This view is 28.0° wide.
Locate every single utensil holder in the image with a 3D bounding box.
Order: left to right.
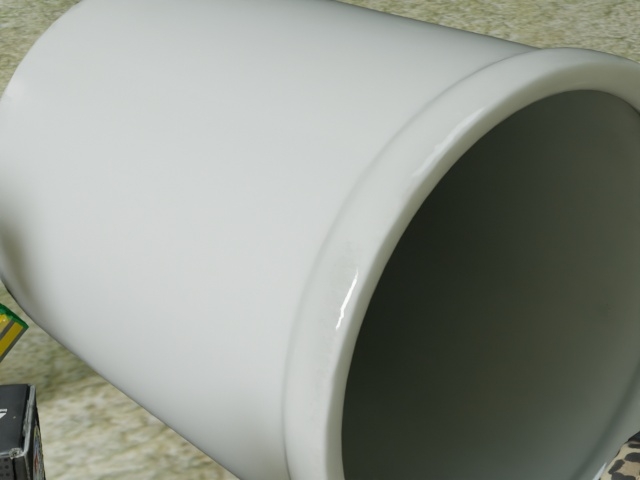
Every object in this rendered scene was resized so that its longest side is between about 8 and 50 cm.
[{"bbox_3d":[0.000,0.000,0.843,0.328,0.327,0.385,-21,32,-36],"label":"utensil holder"}]

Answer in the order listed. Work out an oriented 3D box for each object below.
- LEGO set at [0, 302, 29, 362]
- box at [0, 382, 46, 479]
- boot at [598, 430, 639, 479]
[{"bbox_3d":[-0.376,0.045,0.857,0.255,0.331,0.192,34,82,19],"label":"LEGO set"},{"bbox_3d":[-0.259,0.178,0.595,0.270,0.216,0.060,-2,27,-7],"label":"box"},{"bbox_3d":[0.312,0.180,0.696,0.284,0.138,0.377,20,38,35],"label":"boot"}]
